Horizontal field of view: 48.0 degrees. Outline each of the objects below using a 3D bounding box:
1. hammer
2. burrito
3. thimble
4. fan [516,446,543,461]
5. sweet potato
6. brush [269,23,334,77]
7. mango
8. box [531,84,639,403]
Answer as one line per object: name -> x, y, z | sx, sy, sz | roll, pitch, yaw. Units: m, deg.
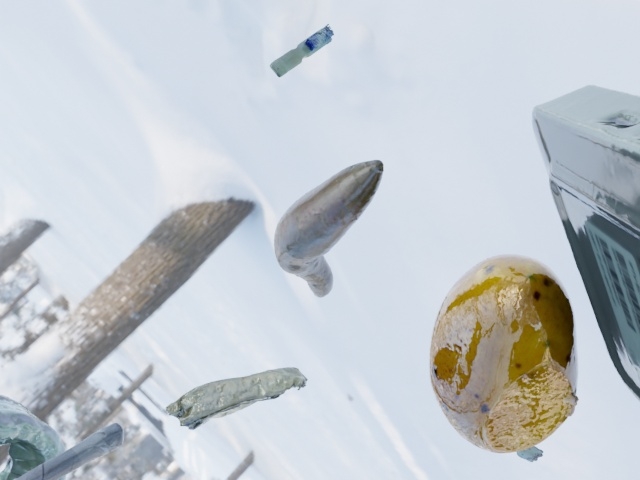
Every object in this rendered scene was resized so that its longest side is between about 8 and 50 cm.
hammer -> -0.457, 0.360, 0.977 | 0.044, 0.427, 0.152 | 32, 134, 35
burrito -> -0.132, 0.247, 1.137 | 0.058, 0.229, 0.063 | 79, 176, -46
thimble -> -0.543, 0.367, 1.178 | 0.150, 0.237, 0.237 | 12, 143, 38
fan -> 0.459, 0.472, 1.623 | 0.083, 0.004, 0.056 | 29, 130, -3
sweet potato -> -0.007, 0.001, 0.958 | 0.108, 0.079, 0.346 | 6, 151, -9
brush -> -0.030, -0.360, 1.358 | 0.033, 0.178, 0.030 | 52, 142, -9
mango -> 0.221, 0.126, 0.875 | 0.290, 0.159, 0.191 | 93, 167, -45
box -> 0.312, 0.061, 0.615 | 0.373, 0.090, 0.367 | -96, -20, -72
